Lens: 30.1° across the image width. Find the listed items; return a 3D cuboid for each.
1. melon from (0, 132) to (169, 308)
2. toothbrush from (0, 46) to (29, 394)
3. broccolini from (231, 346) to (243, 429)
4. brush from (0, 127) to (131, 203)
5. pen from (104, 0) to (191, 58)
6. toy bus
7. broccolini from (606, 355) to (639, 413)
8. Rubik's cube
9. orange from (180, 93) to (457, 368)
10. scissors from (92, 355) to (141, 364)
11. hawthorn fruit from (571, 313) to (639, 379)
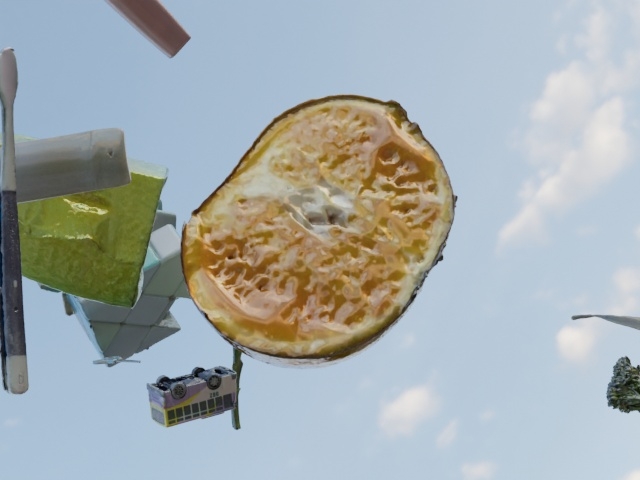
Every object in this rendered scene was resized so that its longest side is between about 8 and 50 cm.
[{"bbox_3d":[-0.336,-0.055,1.390,0.323,0.196,0.124,19,-26,-23],"label":"melon"},{"bbox_3d":[-0.256,-0.018,0.972,0.024,0.026,0.288,1,-101,-33],"label":"toothbrush"},{"bbox_3d":[-0.127,0.184,1.844,0.042,0.044,0.218,-12,-81,-56],"label":"broccolini"},{"bbox_3d":[-0.348,-0.059,1.160,0.321,0.060,0.050,-9,-4,2],"label":"brush"},{"bbox_3d":[-0.248,-0.313,1.508,0.197,0.032,0.053,45,-103,-19],"label":"pen"},{"bbox_3d":[-0.152,0.188,1.433,0.102,0.052,0.058,-11,-77,-31],"label":"toy bus"},{"bbox_3d":[0.407,0.183,1.247,0.067,0.216,0.058,-45,-34,-52],"label":"broccolini"},{"bbox_3d":[-0.317,0.035,1.809,0.224,0.213,0.265,-27,-36,-16],"label":"Rubik's cube"},{"bbox_3d":[-0.004,0.001,1.310,0.310,0.274,0.274,-51,-18,-56],"label":"orange"},{"bbox_3d":[-0.233,0.140,1.383,0.036,0.083,0.006,-7,-89,-42],"label":"scissors"},{"bbox_3d":[0.246,0.067,0.659,0.149,0.189,0.149,-15,-40,-13],"label":"hawthorn fruit"}]
